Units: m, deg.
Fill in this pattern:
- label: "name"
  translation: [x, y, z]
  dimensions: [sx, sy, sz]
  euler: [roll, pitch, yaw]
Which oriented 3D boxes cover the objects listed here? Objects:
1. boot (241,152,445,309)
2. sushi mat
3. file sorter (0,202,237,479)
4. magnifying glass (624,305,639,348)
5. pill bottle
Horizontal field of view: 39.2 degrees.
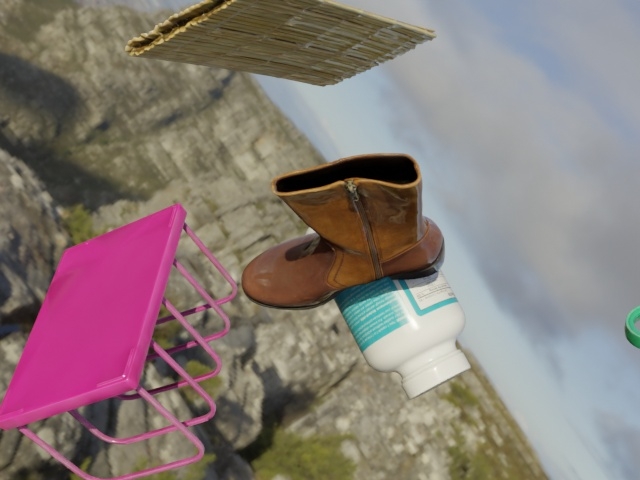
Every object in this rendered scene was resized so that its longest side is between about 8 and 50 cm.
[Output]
- label: "boot"
  translation: [0.000, 0.000, 0.995]
  dimensions: [0.280, 0.264, 0.096]
  euler: [47, 41, -68]
- label: "sushi mat"
  translation: [-0.022, -0.187, 0.840]
  dimensions: [0.316, 0.151, 0.019]
  euler: [-7, 79, -58]
- label: "file sorter"
  translation: [-0.238, 0.139, 1.156]
  dimensions: [0.182, 0.202, 0.290]
  euler: [53, 29, -35]
- label: "magnifying glass"
  translation: [0.478, 0.083, 1.179]
  dimensions: [0.092, 0.231, 0.026]
  euler: [16, -57, 41]
- label: "pill bottle"
  translation: [0.096, 0.074, 1.196]
  dimensions: [0.264, 0.146, 0.146]
  euler: [63, 6, 14]
